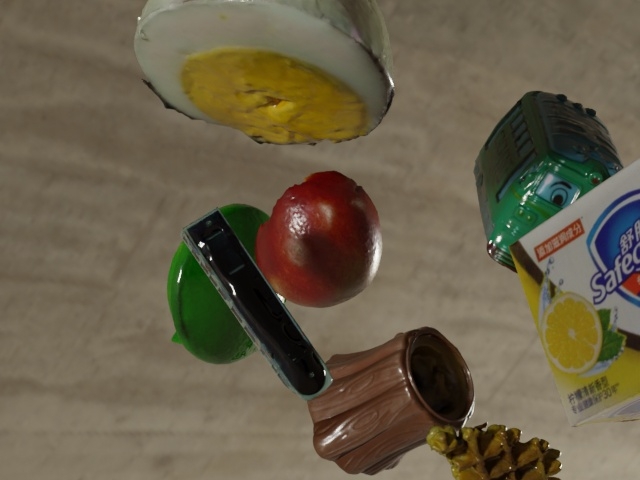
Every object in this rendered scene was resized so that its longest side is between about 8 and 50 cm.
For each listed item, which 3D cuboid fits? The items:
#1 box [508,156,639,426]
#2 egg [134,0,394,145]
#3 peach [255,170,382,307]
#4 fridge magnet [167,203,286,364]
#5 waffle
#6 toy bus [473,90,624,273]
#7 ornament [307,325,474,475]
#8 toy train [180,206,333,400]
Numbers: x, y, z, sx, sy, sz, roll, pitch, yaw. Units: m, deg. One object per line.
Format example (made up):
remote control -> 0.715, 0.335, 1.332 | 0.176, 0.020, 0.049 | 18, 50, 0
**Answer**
box -> 0.277, 0.022, 1.035 | 0.097, 0.265, 0.168 | -3, -111, -36
egg -> -0.054, -0.265, 1.668 | 0.337, 0.337, 0.201 | 24, -117, -23
peach -> 0.004, 0.002, 1.517 | 0.151, 0.151, 0.118 | 33, 173, -1
fridge magnet -> -0.118, 0.055, 1.759 | 0.088, 0.208, 0.208 | 13, -175, 38
waffle -> 0.225, 0.384, 2.021 | 0.259, 0.293, 0.069 | 13, -154, -27
toy bus -> 0.351, -0.085, 2.070 | 0.183, 0.199, 0.343 | 25, -156, -10
ornament -> 0.123, 0.265, 2.272 | 0.221, 0.217, 0.235 | 52, -141, -9
toy train -> -0.061, 0.065, 1.341 | 0.207, 0.043, 0.047 | 55, 162, 7
